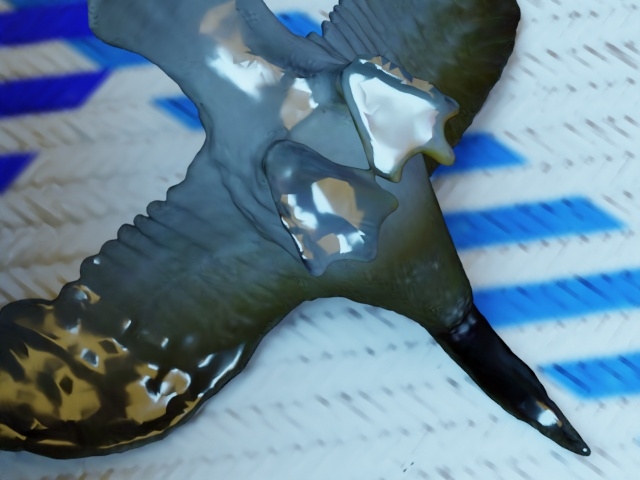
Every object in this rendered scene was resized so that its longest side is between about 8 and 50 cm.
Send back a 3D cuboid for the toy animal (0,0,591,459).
[{"bbox_3d":[0.004,0.000,0.430,0.197,0.160,0.272,43,81,13],"label":"toy animal"}]
